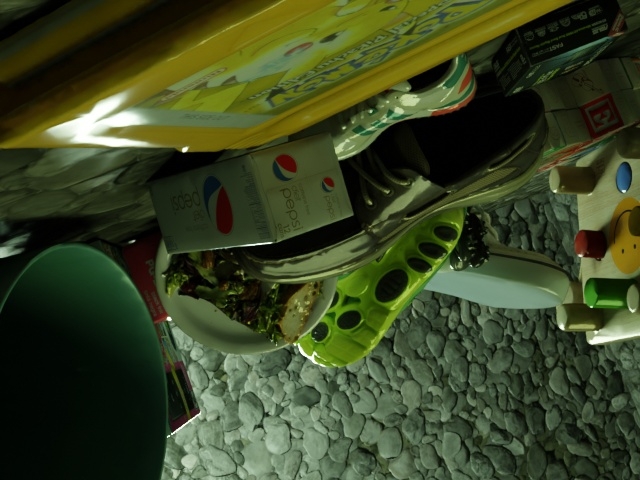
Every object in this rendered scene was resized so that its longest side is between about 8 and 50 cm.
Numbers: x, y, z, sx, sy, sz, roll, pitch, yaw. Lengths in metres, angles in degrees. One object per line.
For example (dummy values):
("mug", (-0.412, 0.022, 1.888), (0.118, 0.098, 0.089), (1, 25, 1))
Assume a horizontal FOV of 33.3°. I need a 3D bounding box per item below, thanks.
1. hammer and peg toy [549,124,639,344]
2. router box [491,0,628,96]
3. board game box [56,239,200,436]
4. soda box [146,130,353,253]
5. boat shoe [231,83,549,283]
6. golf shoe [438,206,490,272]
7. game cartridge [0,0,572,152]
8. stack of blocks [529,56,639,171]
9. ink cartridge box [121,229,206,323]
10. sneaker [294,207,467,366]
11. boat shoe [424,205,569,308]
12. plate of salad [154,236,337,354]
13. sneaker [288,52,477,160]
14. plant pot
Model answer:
("hammer and peg toy", (0.371, -0.004, 1.364), (0.127, 0.266, 0.361), (1, 170, -13))
("router box", (0.211, -0.174, 0.960), (0.092, 0.038, 0.122), (-21, 175, -2))
("board game box", (-0.233, 0.129, 1.255), (0.097, 0.224, 0.303), (-21, 176, -1))
("soda box", (-0.064, -0.034, 0.869), (0.074, 0.069, 0.216), (-20, -173, -29))
("boat shoe", (0.069, -0.075, 1.077), (0.355, 0.132, 0.130), (-26, 157, -14))
("golf shoe", (0.151, -0.051, 1.314), (0.094, 0.198, 0.077), (-20, 140, 34))
("game cartridge", (0.014, -0.121, 0.590), (0.285, 0.053, 0.323), (-23, 174, 21))
("stack of blocks", (0.286, -0.147, 1.311), (0.171, 0.087, 0.297), (-25, 174, 35))
("ink cartridge box", (-0.088, 0.007, 1.270), (0.237, 0.100, 0.172), (-23, 176, 8))
("sneaker", (0.073, 0.045, 1.247), (0.295, 0.109, 0.123), (-44, 173, 30))
("boat shoe", (0.175, -0.011, 1.438), (0.367, 0.156, 0.136), (8, 162, 41))
("plate of salad", (-0.080, 0.040, 1.155), (0.200, 0.200, 0.048), (-22, -157, 7))
("sneaker", (0.044, -0.116, 0.846), (0.161, 0.057, 0.075), (-21, 159, 5))
("plant pot", (-0.311, 0.157, 0.975), (0.235, 0.293, 0.293), (-6, -179, 21))
